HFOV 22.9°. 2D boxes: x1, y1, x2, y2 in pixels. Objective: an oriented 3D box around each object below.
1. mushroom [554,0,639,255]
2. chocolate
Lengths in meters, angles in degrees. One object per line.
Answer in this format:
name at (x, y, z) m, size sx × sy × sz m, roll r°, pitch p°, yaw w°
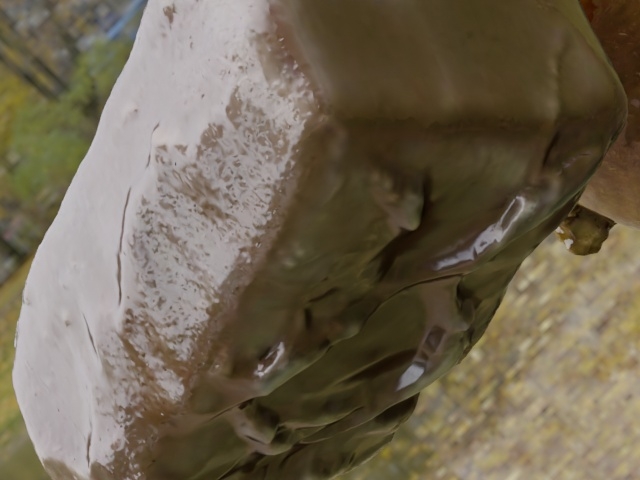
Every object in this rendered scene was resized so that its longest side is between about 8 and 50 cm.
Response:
mushroom at (0.160, -0.118, 0.793) m, size 0.195 × 0.263 × 0.283 m, roll -60°, pitch -13°, yaw -46°
chocolate at (0.000, 0.000, 0.501) m, size 0.148 × 0.093 × 0.214 m, roll -10°, pitch -35°, yaw -38°
